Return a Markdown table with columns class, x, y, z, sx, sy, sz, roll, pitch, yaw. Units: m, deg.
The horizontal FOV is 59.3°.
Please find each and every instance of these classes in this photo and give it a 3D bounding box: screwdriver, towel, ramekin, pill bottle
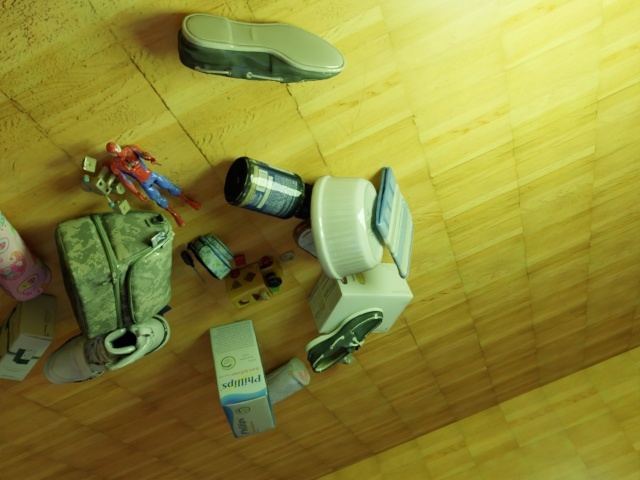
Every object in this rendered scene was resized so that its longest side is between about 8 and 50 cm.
| class | x | y | z | sx | sy | sz | roll | pitch | yaw |
| --- | --- | --- | --- | --- | --- | --- | --- | --- | --- |
| screwdriver | -0.359 | 0.080 | 1.615 | 0.025 | 0.024 | 0.170 | -47 | 149 | -13 |
| towel | 0.208 | -0.045 | 1.572 | 0.034 | 0.209 | 0.285 | -3 | 146 | 23 |
| ramekin | 0.077 | -0.039 | 1.438 | 0.127 | 0.273 | 0.273 | -7 | 144 | 18 |
| pill bottle | -0.117 | -0.122 | 1.399 | 0.219 | 0.123 | 0.123 | 16 | 129 | -34 |

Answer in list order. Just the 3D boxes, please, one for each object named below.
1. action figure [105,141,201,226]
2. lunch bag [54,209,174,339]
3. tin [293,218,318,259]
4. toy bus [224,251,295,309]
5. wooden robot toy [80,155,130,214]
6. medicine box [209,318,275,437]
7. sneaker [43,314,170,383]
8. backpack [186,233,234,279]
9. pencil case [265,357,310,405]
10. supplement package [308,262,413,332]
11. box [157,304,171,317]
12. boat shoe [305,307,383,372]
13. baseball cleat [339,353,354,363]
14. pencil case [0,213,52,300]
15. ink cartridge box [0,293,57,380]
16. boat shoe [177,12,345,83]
| class | x | y | z | sx | sy | sz | roll | pitch | yaw |
| --- | --- | --- | --- | --- | --- | --- | --- | --- | --- |
| action figure | -0.372 | -0.121 | 1.284 | 0.091 | 0.139 | 0.280 | -48 | 136 | -5 |
| lunch bag | -0.500 | 0.073 | 1.412 | 0.256 | 0.212 | 0.305 | -18 | 144 | -28 |
| tin | 0.000 | 0.000 | 1.656 | 0.106 | 0.040 | 0.190 | -39 | 137 | 16 |
| toy bus | -0.181 | 0.130 | 1.674 | 0.191 | 0.104 | 0.202 | 7 | 134 | -29 |
| wooden robot toy | -0.510 | -0.131 | 1.291 | 0.079 | 0.076 | 0.173 | 5 | 149 | 26 |
| medicine box | -0.259 | 0.462 | 1.875 | 0.149 | 0.289 | 0.263 | -13 | 140 | -8 |
| sneaker | -0.612 | 0.302 | 1.553 | 0.366 | 0.137 | 0.210 | -20 | 175 | -5 |
| backpack | -0.287 | 0.042 | 1.523 | 0.084 | 0.114 | 0.105 | -42 | 138 | -5 |
| pencil case | -0.175 | 0.557 | 2.160 | 0.273 | 0.113 | 0.124 | -32 | 119 | 15 |
| supplement package | 0.127 | 0.187 | 1.835 | 0.262 | 0.145 | 0.204 | 3 | 135 | -26 |
| box | -0.576 | 0.242 | 1.695 | 0.225 | 0.036 | 0.136 | -31 | 139 | 12 |
| boat shoe | 0.085 | 0.320 | 1.785 | 0.302 | 0.091 | 0.114 | -39 | 138 | 25 |
| baseball cleat | 0.041 | 0.426 | 2.147 | 0.109 | 0.072 | 0.206 | -21 | 138 | 23 |
| pencil case | -0.742 | 0.020 | 1.312 | 0.124 | 0.124 | 0.284 | -15 | 140 | -6 |
| ink cartridge box | -0.806 | 0.259 | 1.528 | 0.087 | 0.153 | 0.208 | 23 | 123 | -38 |
| boat shoe | -0.119 | -0.374 | 1.136 | 0.335 | 0.112 | 0.095 | 5 | 152 | -20 |
